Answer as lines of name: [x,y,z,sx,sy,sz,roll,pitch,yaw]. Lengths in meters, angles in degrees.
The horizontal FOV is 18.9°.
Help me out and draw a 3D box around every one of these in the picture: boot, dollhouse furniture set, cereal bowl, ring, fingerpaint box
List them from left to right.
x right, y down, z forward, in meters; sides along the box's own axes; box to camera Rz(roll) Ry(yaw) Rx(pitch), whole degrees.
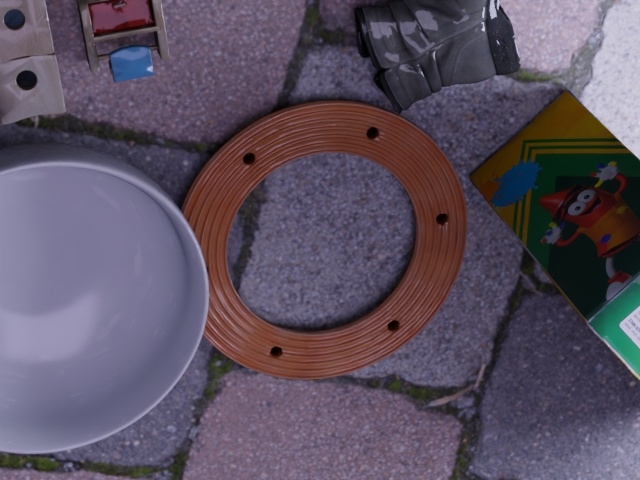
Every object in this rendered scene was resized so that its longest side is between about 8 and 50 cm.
cereal bowl: [-0.293,0.046,2.008,0.339,0.141,0.339,-6,115,-13]
dollhouse furniture set: [-0.243,-0.214,1.908,0.183,0.129,0.129,-12,117,-9]
ring: [0.000,0.000,2.133,0.336,0.032,0.337,-7,116,-13]
boot: [0.109,-0.257,2.021,0.161,0.083,0.247,-17,116,-1]
fingerpaint box: [0.403,0.088,2.095,0.163,0.371,0.445,-42,117,6]
